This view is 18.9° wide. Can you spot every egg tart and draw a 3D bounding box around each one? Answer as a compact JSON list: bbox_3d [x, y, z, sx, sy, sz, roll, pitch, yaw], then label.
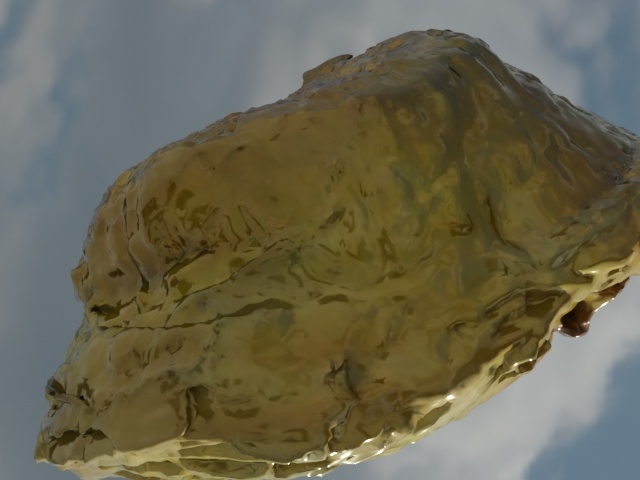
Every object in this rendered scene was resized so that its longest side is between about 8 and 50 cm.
[{"bbox_3d":[0.000,0.000,0.929,0.153,0.351,0.339,66,-20,-8],"label":"egg tart"}]
